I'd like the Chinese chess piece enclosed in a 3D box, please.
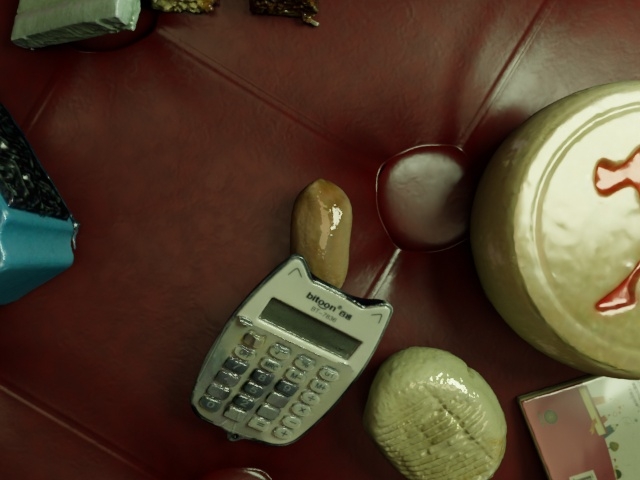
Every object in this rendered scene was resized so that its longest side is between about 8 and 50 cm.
[{"bbox_3d":[0.349,-0.011,0.535,0.337,0.140,0.339,0,91,-2],"label":"Chinese chess piece"}]

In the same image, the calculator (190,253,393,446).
[{"bbox_3d":[-0.043,0.148,0.544,0.177,0.040,0.268,30,104,-16],"label":"calculator"}]

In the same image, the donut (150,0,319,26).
[{"bbox_3d":[-0.112,-0.346,0.549,0.217,0.085,0.141,-1,91,1],"label":"donut"}]

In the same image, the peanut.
[{"bbox_3d":[0.000,0.000,0.562,0.076,0.076,0.152,2,96,-1],"label":"peanut"}]

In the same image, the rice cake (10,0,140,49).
[{"bbox_3d":[-0.281,-0.321,0.534,0.198,0.037,0.190,13,90,26],"label":"rice cake"}]

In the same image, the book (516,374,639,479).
[{"bbox_3d":[0.391,0.249,0.578,0.231,0.022,0.162,-17,76,-1],"label":"book"}]

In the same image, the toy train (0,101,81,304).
[{"bbox_3d":[-0.450,-0.041,0.502,0.265,0.188,0.300,-32,90,-5],"label":"toy train"}]

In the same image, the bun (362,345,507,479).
[{"bbox_3d":[0.138,0.216,0.555,0.164,0.111,0.188,-41,94,17],"label":"bun"}]
